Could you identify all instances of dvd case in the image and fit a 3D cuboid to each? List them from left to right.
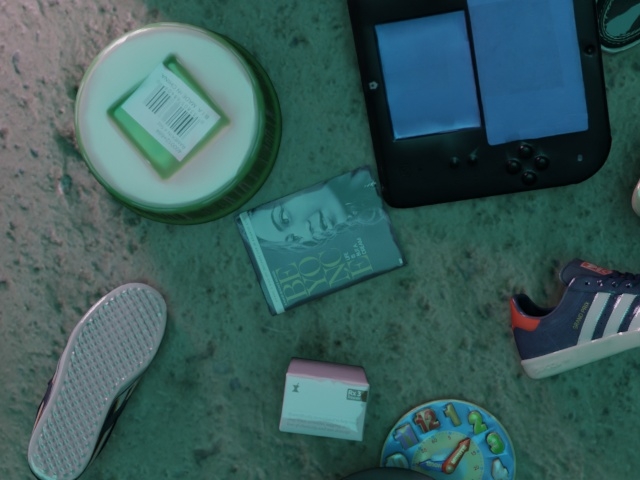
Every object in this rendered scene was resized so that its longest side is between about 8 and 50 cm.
[{"bbox_3d":[0.000,0.000,1.668,0.221,0.018,0.164,-21,90,1],"label":"dvd case"}]

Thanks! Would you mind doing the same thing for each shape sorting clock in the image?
[{"bbox_3d":[0.192,0.340,1.656,0.206,0.040,0.206,0,91,1],"label":"shape sorting clock"}]

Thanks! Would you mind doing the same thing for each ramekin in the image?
[{"bbox_3d":[-0.211,-0.173,1.605,0.303,0.148,0.303,0,90,1],"label":"ramekin"}]

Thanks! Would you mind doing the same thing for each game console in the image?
[{"bbox_3d":[0.227,-0.250,1.577,0.342,0.060,0.386,-9,107,6],"label":"game console"}]

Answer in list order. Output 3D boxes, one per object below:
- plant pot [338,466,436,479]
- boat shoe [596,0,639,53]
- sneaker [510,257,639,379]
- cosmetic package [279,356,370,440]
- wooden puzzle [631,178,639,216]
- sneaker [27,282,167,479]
[{"bbox_3d":[0.102,0.441,1.565,0.293,0.196,0.293,3,105,10],"label":"plant pot"},{"bbox_3d":[0.511,-0.406,1.617,0.114,0.091,0.302,38,91,1],"label":"boat shoe"},{"bbox_3d":[0.426,0.080,1.563,0.350,0.131,0.148,-23,83,25],"label":"sneaker"},{"bbox_3d":[0.006,0.222,1.563,0.117,0.231,0.085,7,91,2],"label":"cosmetic package"},{"bbox_3d":[0.648,-0.113,1.566,0.322,0.080,0.348,31,67,1],"label":"wooden puzzle"},{"bbox_3d":[-0.339,0.212,1.634,0.126,0.127,0.321,30,66,-5],"label":"sneaker"}]
